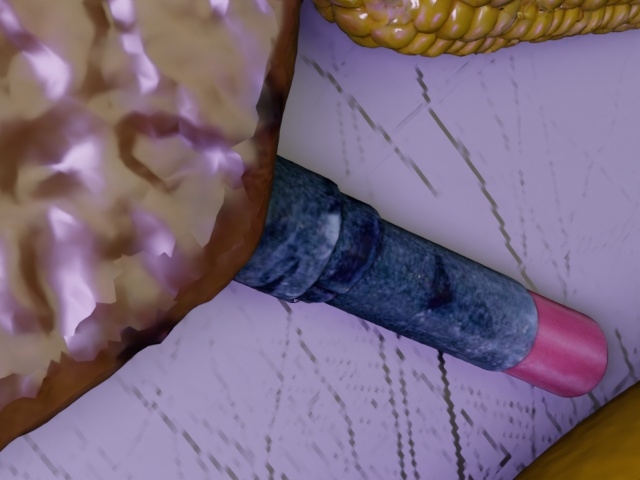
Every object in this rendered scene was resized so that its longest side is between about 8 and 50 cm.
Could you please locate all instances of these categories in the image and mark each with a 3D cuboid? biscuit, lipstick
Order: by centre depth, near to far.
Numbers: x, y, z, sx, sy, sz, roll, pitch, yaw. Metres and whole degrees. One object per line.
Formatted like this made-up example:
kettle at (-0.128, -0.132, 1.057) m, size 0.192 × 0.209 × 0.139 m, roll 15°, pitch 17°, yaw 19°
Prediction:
biscuit at (-0.166, -0.087, 0.457) m, size 0.359 × 0.046 × 0.359 m, roll -1°, pitch 94°, yaw -15°
lipstick at (0.000, 0.000, 0.582) m, size 0.234 × 0.053 × 0.053 m, roll 23°, pitch 70°, yaw -25°

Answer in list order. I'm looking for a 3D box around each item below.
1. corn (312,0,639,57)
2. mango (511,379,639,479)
corn at (0.117, -0.128, 0.650) m, size 0.291 × 0.101 × 0.101 m, roll -15°, pitch 87°, yaw -34°
mango at (0.146, 0.187, 0.540) m, size 0.445 × 0.220 × 0.301 m, roll -36°, pitch 104°, yaw -20°
